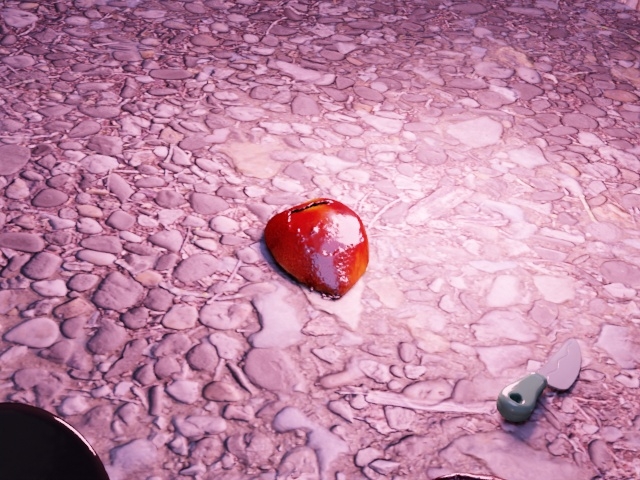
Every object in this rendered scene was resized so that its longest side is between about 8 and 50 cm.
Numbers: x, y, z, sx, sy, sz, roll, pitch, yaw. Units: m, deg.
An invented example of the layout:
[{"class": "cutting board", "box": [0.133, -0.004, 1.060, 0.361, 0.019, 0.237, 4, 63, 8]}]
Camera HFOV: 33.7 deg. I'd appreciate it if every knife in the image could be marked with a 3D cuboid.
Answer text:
[{"class": "knife", "box": [0.356, 0.212, 1.637, 0.063, 0.034, 0.260, 33, 37, 26]}]

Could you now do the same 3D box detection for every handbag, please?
[{"class": "handbag", "box": [-0.366, 0.326, 1.153, 0.254, 0.093, 0.308, 44, 52, -6]}]

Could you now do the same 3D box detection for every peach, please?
[{"class": "peach", "box": [0.000, -0.004, 1.850, 0.189, 0.068, 0.279, -4, 35, -14]}]

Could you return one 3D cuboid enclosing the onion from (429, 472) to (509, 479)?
[{"class": "onion", "box": [0.176, 0.387, 1.214, 0.248, 0.161, 0.248, -3, 33, 2]}]
